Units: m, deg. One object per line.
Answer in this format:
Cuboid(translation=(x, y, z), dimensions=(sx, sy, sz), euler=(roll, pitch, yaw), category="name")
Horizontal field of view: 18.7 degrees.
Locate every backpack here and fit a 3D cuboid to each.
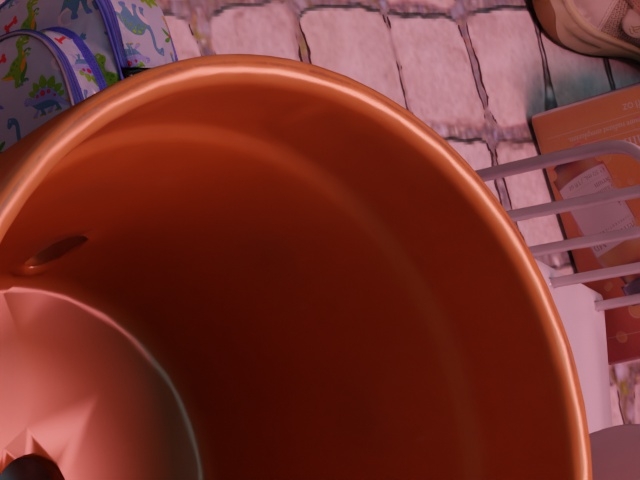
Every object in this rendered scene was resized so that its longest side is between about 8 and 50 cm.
Cuboid(translation=(-0.111, -0.058, 0.856), dimensions=(0.084, 0.105, 0.114), euler=(3, 70, -51), category="backpack")

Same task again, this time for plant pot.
Cuboid(translation=(-0.068, 0.092, 0.748), dimensions=(0.291, 0.203, 0.291), euler=(10, 74, -38), category="plant pot")

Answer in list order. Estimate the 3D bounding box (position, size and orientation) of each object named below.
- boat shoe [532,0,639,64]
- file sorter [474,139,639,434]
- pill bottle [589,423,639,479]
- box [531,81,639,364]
Cuboid(translation=(0.265, -0.173, 1.363), dimensions=(0.302, 0.098, 0.109), euler=(4, 74, -50), category="boat shoe")
Cuboid(translation=(0.163, 0.079, 1.061), dimensions=(0.278, 0.173, 0.193), euler=(26, 58, -54), category="file sorter")
Cuboid(translation=(0.184, 0.234, 0.858), dimensions=(0.301, 0.169, 0.169), euler=(53, 42, -12), category="pill bottle")
Cuboid(translation=(0.232, -0.021, 1.243), dimensions=(0.091, 0.130, 0.170), euler=(-19, 92, -53), category="box")
